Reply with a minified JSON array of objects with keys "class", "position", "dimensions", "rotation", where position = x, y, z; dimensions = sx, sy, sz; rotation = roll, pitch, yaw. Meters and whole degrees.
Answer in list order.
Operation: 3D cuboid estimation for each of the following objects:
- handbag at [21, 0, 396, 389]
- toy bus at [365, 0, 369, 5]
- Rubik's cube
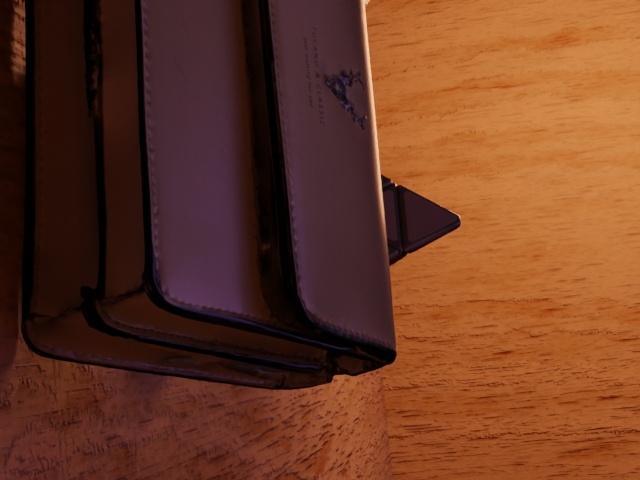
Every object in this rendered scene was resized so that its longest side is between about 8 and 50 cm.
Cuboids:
[{"class":"handbag","position":[-0.064,-0.092,1.036],"dimensions":[0.236,0.160,0.359],"rotation":[15,63,-44]},{"class":"toy bus","position":[-0.038,-0.301,1.736],"dimensions":[0.108,0.198,0.096],"rotation":[-84,166,-48]},{"class":"Rubik's cube","position":[0.000,0.002,2.032],"dimensions":[0.228,0.229,0.233],"rotation":[27,91,-38]}]
